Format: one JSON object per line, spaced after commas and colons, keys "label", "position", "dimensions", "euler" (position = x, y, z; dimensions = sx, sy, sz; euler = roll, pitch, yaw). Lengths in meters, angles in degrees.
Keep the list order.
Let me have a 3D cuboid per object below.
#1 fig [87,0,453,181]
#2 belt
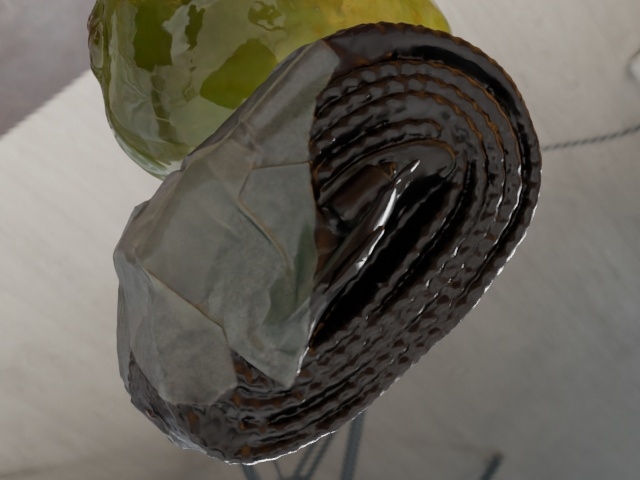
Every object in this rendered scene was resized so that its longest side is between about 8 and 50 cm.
{"label": "fig", "position": [-0.034, -0.158, 1.124], "dimensions": [0.326, 0.258, 0.258], "euler": [8, 129, -20]}
{"label": "belt", "position": [0.000, 0.000, 0.784], "dimensions": [0.184, 0.164, 0.289], "euler": [45, 77, -11]}
